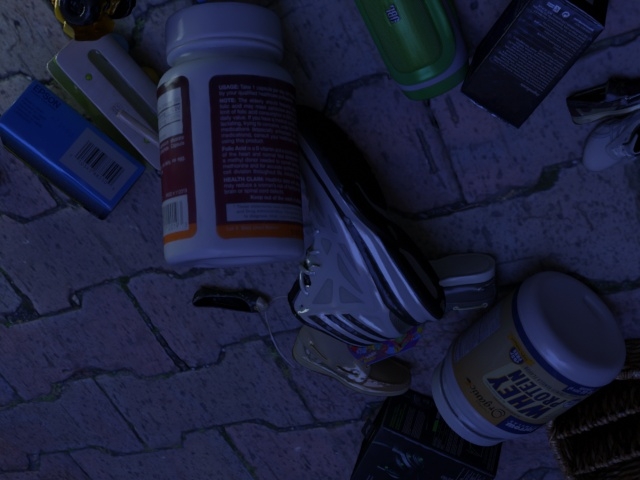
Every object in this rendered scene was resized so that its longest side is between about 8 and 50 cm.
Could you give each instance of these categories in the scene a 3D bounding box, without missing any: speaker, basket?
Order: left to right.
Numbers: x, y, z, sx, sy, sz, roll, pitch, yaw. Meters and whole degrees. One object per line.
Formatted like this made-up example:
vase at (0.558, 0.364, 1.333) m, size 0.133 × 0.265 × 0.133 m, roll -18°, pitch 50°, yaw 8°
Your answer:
speaker at (0.120, -0.362, 1.339) m, size 0.131 × 0.131 × 0.296 m, roll -13°, pitch 121°, yaw 30°
basket at (0.570, 0.337, 1.666) m, size 0.299 × 0.223 × 0.213 m, roll -29°, pitch 113°, yaw 37°

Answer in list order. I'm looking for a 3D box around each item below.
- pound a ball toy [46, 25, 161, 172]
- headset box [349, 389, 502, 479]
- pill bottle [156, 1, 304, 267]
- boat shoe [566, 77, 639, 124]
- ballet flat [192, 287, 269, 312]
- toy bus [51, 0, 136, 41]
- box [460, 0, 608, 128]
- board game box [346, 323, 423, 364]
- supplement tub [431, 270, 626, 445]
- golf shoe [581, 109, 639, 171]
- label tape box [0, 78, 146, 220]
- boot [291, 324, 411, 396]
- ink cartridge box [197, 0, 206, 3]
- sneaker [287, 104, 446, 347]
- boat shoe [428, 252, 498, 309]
pound a ball toy at (-0.314, -0.241, 1.578) m, size 0.319 × 0.136 × 0.208 m, roll 48°, pitch 164°, yaw -19°
headset box at (0.222, 0.478, 1.977) m, size 0.283 × 0.131 × 0.246 m, roll 22°, pitch 132°, yaw 3°
pill bottle at (-0.146, -0.159, 1.426) m, size 0.224 × 0.224 × 0.392 m, roll -6°, pitch 83°, yaw 25°
boat shoe at (0.450, -0.222, 1.368) m, size 0.152 × 0.056 × 0.049 m, roll -20°, pitch 123°, yaw 33°
ballet flat at (-0.192, 0.136, 1.916) m, size 0.173 × 0.049 × 0.057 m, roll 5°, pitch 130°, yaw 18°
toy bus at (-0.396, -0.461, 1.431) m, size 0.211 × 0.149 × 0.220 m, roll 32°, pitch 116°, yaw 4°
box at (0.312, -0.292, 1.300) m, size 0.108 × 0.153 × 0.207 m, roll 32°, pitch 131°, yaw -5°
board game box at (0.133, 0.182, 1.772) m, size 0.169 × 0.033 × 0.133 m, roll -19°, pitch 115°, yaw -9°
supplement tub at (0.373, 0.226, 1.649) m, size 0.228 × 0.228 × 0.316 m, roll 34°, pitch 131°, yaw -8°
golf shoe at (0.473, -0.156, 1.394) m, size 0.069 × 0.086 × 0.176 m, roll 34°, pitch 133°, yaw -9°
label tape box at (-0.481, -0.159, 1.722) m, size 0.249 × 0.115 × 0.348 m, roll 39°, pitch 169°, yaw -12°
boot at (0.080, 0.205, 1.841) m, size 0.262 × 0.095 × 0.203 m, roll 21°, pitch 130°, yaw 8°
ink cartridge box at (-0.120, -0.529, 1.292) m, size 0.307 × 0.129 × 0.223 m, roll -25°, pitch 113°, yaw 35°
sneaker at (0.000, 0.001, 1.573) m, size 0.257 × 0.169 × 0.447 m, roll -31°, pitch 93°, yaw 25°
boat shoe at (0.183, 0.089, 1.692) m, size 0.305 × 0.109 × 0.091 m, roll -4°, pitch 121°, yaw 20°
